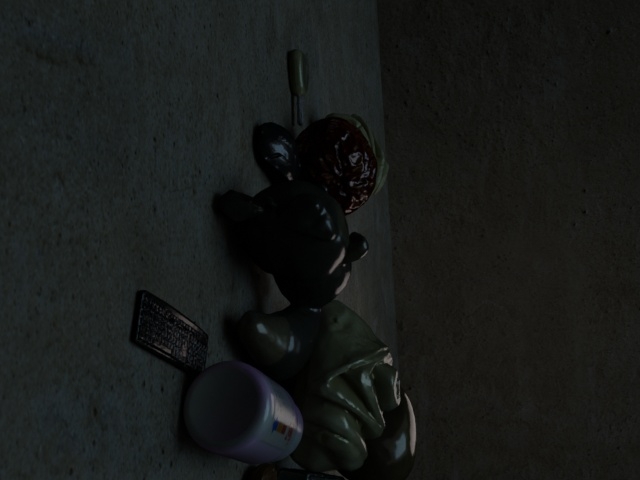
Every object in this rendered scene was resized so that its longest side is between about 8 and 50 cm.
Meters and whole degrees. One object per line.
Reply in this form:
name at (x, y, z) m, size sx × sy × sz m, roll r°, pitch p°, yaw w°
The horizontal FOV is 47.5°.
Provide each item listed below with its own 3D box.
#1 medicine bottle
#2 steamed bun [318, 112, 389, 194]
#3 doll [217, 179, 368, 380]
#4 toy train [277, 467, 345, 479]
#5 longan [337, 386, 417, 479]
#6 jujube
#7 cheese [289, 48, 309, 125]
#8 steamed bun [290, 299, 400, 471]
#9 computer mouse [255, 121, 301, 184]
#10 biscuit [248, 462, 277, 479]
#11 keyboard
medicine bottle at (-0.122, 0.303, 1.248) m, size 0.254 × 0.152 × 0.151 m, roll 59°, pitch 31°, yaw -65°
steamed bun at (0.084, -0.229, 2.084) m, size 0.289 × 0.204 × 0.275 m, roll 20°, pitch 69°, yaw -75°
doll at (-0.046, 0.065, 1.425) m, size 0.382 × 0.253 × 0.378 m, roll 49°, pitch 40°, yaw -59°
toy train at (-0.020, 0.599, 1.751) m, size 0.409 × 0.089 × 0.086 m, roll 55°, pitch 44°, yaw -67°
longan at (0.125, 0.508, 1.964) m, size 0.350 × 0.289 × 0.288 m, roll -108°, pitch -177°, yaw -51°
jujube at (0.037, -0.182, 1.837) m, size 0.232 × 0.213 × 0.213 m, roll 60°, pitch 26°, yaw -28°
cheese at (-0.055, -0.394, 1.891) m, size 0.097 × 0.038 × 0.192 m, roll 15°, pitch 73°, yaw -74°
steamed bun at (0.057, 0.343, 1.655) m, size 0.352 × 0.248 × 0.339 m, roll -93°, pitch -164°, yaw -48°
computer mouse at (-0.086, -0.191, 1.652) m, size 0.217 × 0.074 × 0.121 m, roll 58°, pitch 32°, yaw -67°
biscuit at (-0.119, 0.590, 1.436) m, size 0.208 × 0.041 × 0.290 m, roll 35°, pitch 54°, yaw -72°
keyboard at (-0.225, 0.149, 1.128) m, size 0.250 × 0.017 × 0.087 m, roll 58°, pitch 33°, yaw -62°
